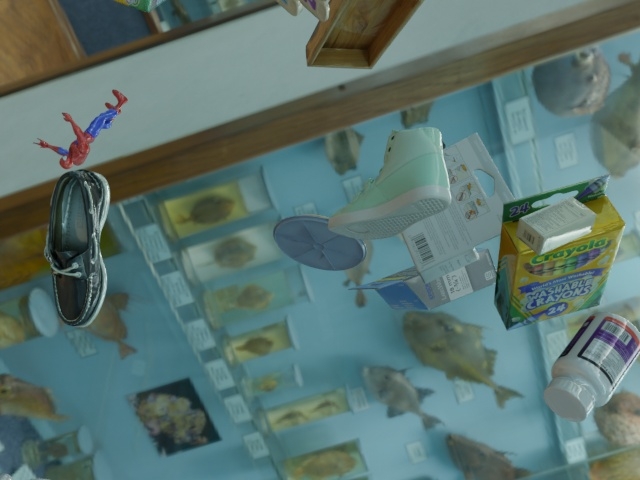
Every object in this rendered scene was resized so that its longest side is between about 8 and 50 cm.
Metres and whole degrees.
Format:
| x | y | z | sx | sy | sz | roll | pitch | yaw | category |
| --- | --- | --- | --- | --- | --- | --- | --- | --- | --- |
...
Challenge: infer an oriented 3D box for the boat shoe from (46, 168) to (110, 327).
| x | y | z | sx | sy | sz | roll | pitch | yaw | category |
| --- | --- | --- | --- | --- | --- | --- | --- | --- | --- |
| -0.465 | 0.017 | 1.321 | 0.091 | 0.115 | 0.302 | -10 | 101 | -79 | boat shoe |

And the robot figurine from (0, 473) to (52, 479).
| x | y | z | sx | sy | sz | roll | pitch | yaw | category |
| --- | --- | --- | --- | --- | --- | --- | --- | --- | --- |
| -0.703 | 0.702 | 1.670 | 0.353 | 0.200 | 0.299 | -75 | 141 | -77 | robot figurine |

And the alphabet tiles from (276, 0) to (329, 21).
| x | y | z | sx | sy | sz | roll | pitch | yaw | category |
| --- | --- | --- | --- | --- | --- | --- | --- | --- | --- |
| -0.078 | -0.495 | 1.157 | 0.278 | 0.021 | 0.284 | 44 | -14 | 11 | alphabet tiles |

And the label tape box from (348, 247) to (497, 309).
| x | y | z | sx | sy | sz | roll | pitch | yaw | category |
| --- | --- | --- | --- | --- | --- | --- | --- | --- | --- |
| 0.277 | 0.125 | 1.936 | 0.241 | 0.334 | 0.105 | 164 | -93 | -72 | label tape box |

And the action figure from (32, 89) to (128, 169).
| x | y | z | sx | sy | sz | roll | pitch | yaw | category |
| --- | --- | --- | --- | --- | --- | --- | --- | --- | --- |
| -0.618 | -0.294 | 1.801 | 0.139 | 0.091 | 0.280 | 31 | 48 | -15 | action figure |

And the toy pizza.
| x | y | z | sx | sy | sz | roll | pitch | yaw | category |
| --- | --- | --- | --- | --- | --- | --- | --- | --- | --- |
| 0.000 | 0.000 | 1.476 | 0.201 | 0.202 | 0.032 | 67 | 32 | -53 | toy pizza |

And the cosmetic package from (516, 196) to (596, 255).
| x | y | z | sx | sy | sz | roll | pitch | yaw | category |
| --- | --- | --- | --- | --- | --- | --- | --- | --- | --- |
| 0.383 | -0.025 | 1.149 | 0.060 | 0.115 | 0.041 | 51 | -28 | 42 | cosmetic package |

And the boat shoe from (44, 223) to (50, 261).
| x | y | z | sx | sy | sz | roll | pitch | yaw | category |
| --- | --- | --- | --- | --- | --- | --- | --- | --- | --- |
| -0.551 | 0.028 | 1.500 | 0.184 | 0.063 | 0.066 | 56 | -36 | 24 | boat shoe |

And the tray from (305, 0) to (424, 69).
| x | y | z | sx | sy | sz | roll | pitch | yaw | category |
| --- | --- | --- | --- | --- | --- | --- | --- | --- | --- |
| 0.107 | -0.585 | 1.903 | 0.411 | 0.203 | 0.076 | 145 | -58 | -71 | tray |

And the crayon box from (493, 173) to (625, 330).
| x | y | z | sx | sy | sz | roll | pitch | yaw | category |
| --- | --- | --- | --- | --- | --- | --- | --- | --- | --- |
| 0.446 | 0.035 | 1.341 | 0.322 | 0.203 | 0.083 | 77 | -3 | -51 | crayon box |

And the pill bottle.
| x | y | z | sx | sy | sz | roll | pitch | yaw | category |
| --- | --- | --- | --- | --- | --- | --- | --- | --- | --- |
| 0.476 | 0.224 | 1.242 | 0.108 | 0.193 | 0.108 | 33 | -34 | 26 | pill bottle |

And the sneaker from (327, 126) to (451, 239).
| x | y | z | sx | sy | sz | roll | pitch | yaw | category |
| --- | --- | --- | --- | --- | --- | --- | --- | --- | --- |
| 0.111 | -0.095 | 1.164 | 0.094 | 0.256 | 0.151 | 19 | 63 | -36 | sneaker |

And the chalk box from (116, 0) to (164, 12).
| x | y | z | sx | sy | sz | roll | pitch | yaw | category |
| --- | --- | --- | --- | --- | --- | --- | --- | --- | --- |
| -0.336 | -0.510 | 1.282 | 0.132 | 0.213 | 0.132 | -73 | -178 | -56 | chalk box |

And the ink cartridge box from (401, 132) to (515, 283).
| x | y | z | sx | sy | sz | roll | pitch | yaw | category |
| --- | --- | --- | --- | --- | --- | --- | --- | --- | --- |
| 0.279 | -0.074 | 1.510 | 0.060 | 0.239 | 0.275 | 52 | 16 | -52 | ink cartridge box |
